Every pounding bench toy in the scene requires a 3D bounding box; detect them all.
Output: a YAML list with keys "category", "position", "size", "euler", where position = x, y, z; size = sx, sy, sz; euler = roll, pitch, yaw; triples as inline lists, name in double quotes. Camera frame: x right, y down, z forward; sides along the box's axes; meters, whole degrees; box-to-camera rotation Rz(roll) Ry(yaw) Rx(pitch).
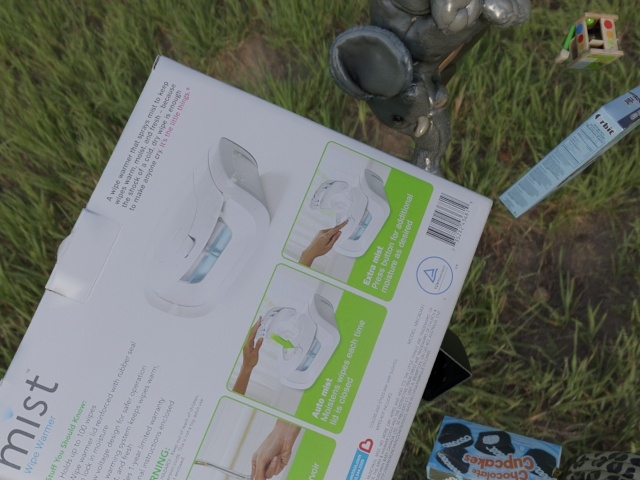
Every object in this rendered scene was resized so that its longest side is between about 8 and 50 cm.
- category: "pounding bench toy"
  position: [0.359, -0.276, 0.837]
  size: [0.083, 0.052, 0.065]
  euler: [-1, 81, -15]

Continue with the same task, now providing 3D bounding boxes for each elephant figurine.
- category: "elephant figurine"
  position: [0.094, -0.199, 0.672]
  size: [0.169, 0.239, 0.186]
  euler: [7, 48, -31]

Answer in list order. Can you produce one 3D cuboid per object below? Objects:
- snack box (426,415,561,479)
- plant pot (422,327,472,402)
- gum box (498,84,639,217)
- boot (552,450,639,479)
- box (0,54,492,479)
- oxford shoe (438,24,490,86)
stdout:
- category: "snack box"
  position: [0.468, 0.599, 1.650]
  size: [0.321, 0.060, 0.187]
  euler: [9, 37, 24]
- category: "plant pot"
  position: [0.331, 0.343, 1.858]
  size: [0.187, 0.188, 0.167]
  euler: [40, 32, -11]
- category: "gum box"
  position: [0.345, -0.119, 0.813]
  size: [0.157, 0.184, 0.041]
  euler: [-27, 75, -40]
- category: "boot"
  position: [0.222, 0.379, 0.684]
  size: [0.284, 0.377, 0.138]
  euler: [-27, 68, -29]
- category: "box"
  position: [-0.050, 0.054, 0.406]
  size: [0.231, 0.127, 0.262]
  euler: [22, 81, -3]
- category: "oxford shoe"
  position: [0.188, -0.299, 0.891]
  size: [0.076, 0.212, 0.076]
  euler: [48, 39, 10]
